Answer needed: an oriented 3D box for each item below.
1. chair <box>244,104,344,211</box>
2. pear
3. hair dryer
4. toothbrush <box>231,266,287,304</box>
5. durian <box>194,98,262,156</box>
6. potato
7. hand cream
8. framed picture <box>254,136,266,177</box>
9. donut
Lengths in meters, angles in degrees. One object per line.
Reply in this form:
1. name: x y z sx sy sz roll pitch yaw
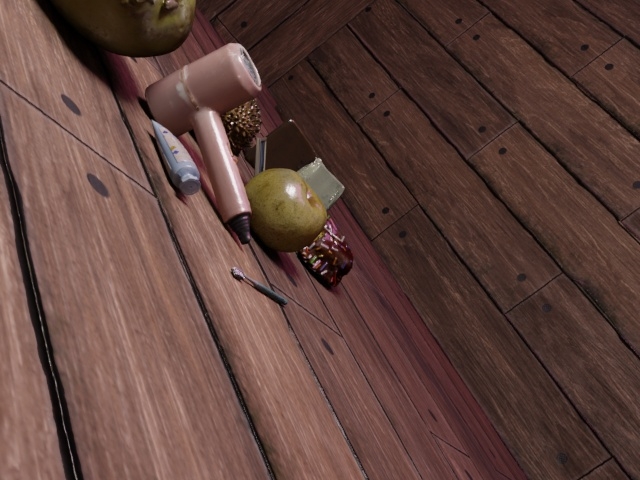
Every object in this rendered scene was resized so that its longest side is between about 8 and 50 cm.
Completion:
1. chair: -0.083 -0.199 1.834 0.186 0.160 0.319 51 5 -33
2. pear: -0.071 -0.055 1.355 0.167 0.136 0.167 54 9 -13
3. hair dryer: -0.163 -0.155 1.222 0.345 0.189 0.106 70 12 14
4. toothbrush: -0.092 0.075 1.107 0.167 0.011 0.014 41 19 -56
5. durian: -0.216 -0.265 1.458 0.196 0.167 0.196 25 13 -6
6. potato: -0.334 -0.430 1.171 0.326 0.221 0.243 43 -5 20
7. hand cream: -0.227 -0.128 1.117 0.065 0.043 0.171 52 1 -45
8. framed picture: -0.129 -0.146 1.519 0.109 0.011 0.149 -77 171 -80
9. donut: -0.001 0.000 1.649 0.216 0.096 0.230 45 10 -41
